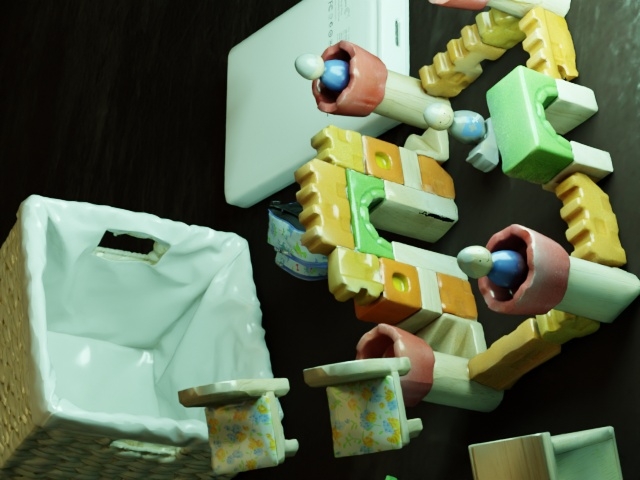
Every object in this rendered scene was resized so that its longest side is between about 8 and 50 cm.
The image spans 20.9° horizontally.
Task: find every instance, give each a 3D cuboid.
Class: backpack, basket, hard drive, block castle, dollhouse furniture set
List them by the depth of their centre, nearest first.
[{"bbox_3d":[0.061,0.283,1.558,0.394,0.256,0.362,-12,83,20],"label":"dollhouse furniture set"},{"bbox_3d":[0.129,-0.069,1.815,0.303,0.212,0.453,-41,46,43],"label":"block castle"},{"bbox_3d":[0.000,0.000,2.094,0.114,0.105,0.084,31,126,56],"label":"backpack"},{"bbox_3d":[-0.266,0.166,2.233,0.266,0.328,0.331,-50,41,41],"label":"basket"},{"bbox_3d":[-0.010,-0.204,2.238,0.353,0.047,0.233,-26,57,50],"label":"hard drive"}]

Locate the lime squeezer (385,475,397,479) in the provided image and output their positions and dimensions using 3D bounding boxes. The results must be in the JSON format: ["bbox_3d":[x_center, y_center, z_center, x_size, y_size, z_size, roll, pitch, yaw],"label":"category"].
[{"bbox_3d":[0.009,0.413,1.954,0.310,0.058,0.110,-60,35,24],"label":"lime squeezer"}]
